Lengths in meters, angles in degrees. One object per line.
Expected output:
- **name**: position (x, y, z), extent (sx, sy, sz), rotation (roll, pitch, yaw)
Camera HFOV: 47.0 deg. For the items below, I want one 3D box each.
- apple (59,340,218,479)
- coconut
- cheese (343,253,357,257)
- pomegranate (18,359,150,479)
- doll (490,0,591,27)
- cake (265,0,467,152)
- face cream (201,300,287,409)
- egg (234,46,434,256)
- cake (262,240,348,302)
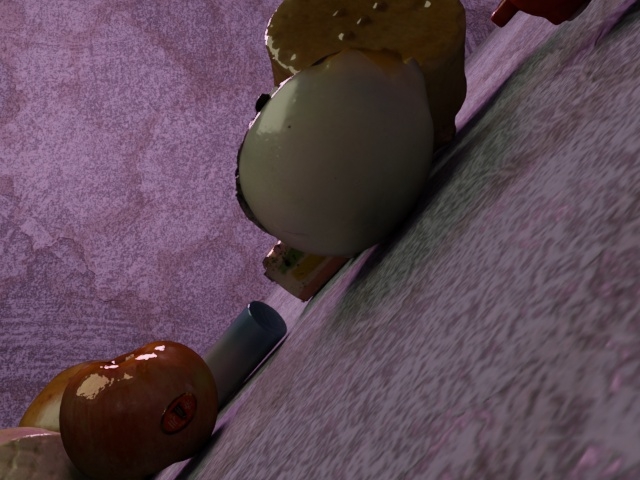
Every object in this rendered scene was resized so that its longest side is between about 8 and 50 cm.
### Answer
- **apple**: position (-0.239, 0.225, 0.984), extent (0.210, 0.164, 0.209), rotation (-15, -4, -1)
- **coconut**: position (-0.397, 0.390, 0.995), extent (0.259, 0.259, 0.259), rotation (-49, 2, 3)
- **cheese**: position (0.056, -0.063, 1.091), extent (0.065, 0.043, 0.193), rotation (-39, -34, -58)
- **pomegranate**: position (-0.414, 0.360, 1.373), extent (0.307, 0.307, 0.307), rotation (-49, 2, 3)
- **doll**: position (0.262, -0.308, 0.618), extent (0.182, 0.160, 0.363), rotation (-53, 4, -40)
- **cake**: position (0.083, -0.235, 1.227), extent (0.332, 0.332, 0.321), rotation (-51, -29, -31)
- **face cream**: position (-0.156, 0.206, 1.168), extent (0.250, 0.077, 0.077), rotation (-49, 2, 21)
- **egg**: position (0.051, -0.089, 0.920), extent (0.286, 0.174, 0.264), rotation (-34, -43, -14)
- **cake**: position (0.007, -0.009, 1.213), extent (0.225, 0.109, 0.090), rotation (-49, 2, 31)
